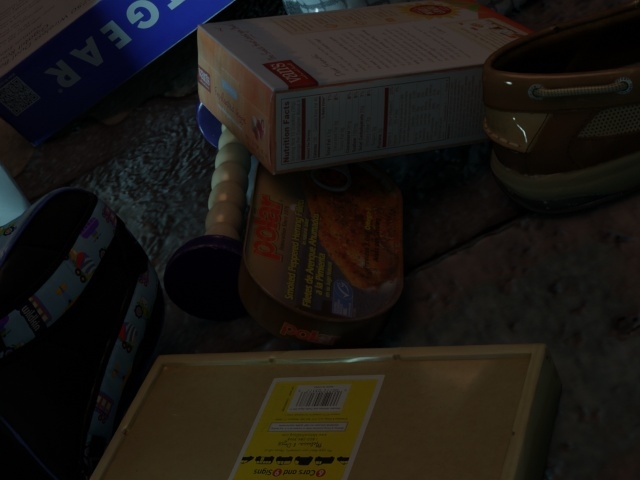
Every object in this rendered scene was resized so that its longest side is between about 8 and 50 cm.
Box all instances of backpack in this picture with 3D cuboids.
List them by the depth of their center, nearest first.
[{"bbox_3d":[-0.185,0.057,0.796,0.117,0.158,0.173,-8,43,34],"label":"backpack"}]

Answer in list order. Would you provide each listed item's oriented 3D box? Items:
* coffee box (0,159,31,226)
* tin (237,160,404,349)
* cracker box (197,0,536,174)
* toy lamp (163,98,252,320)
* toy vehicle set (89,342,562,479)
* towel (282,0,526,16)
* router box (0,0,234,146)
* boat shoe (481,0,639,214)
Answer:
[{"bbox_3d":[-0.516,-0.080,1.035,0.338,0.334,0.338,-41,35,-20],"label":"coffee box"},{"bbox_3d":[0.000,0.000,0.825,0.106,0.040,0.189,16,37,-8],"label":"tin"},{"bbox_3d":[0.042,-0.120,0.902,0.232,0.067,0.156,-9,29,-21],"label":"cracker box"},{"bbox_3d":[-0.067,-0.054,0.949,0.080,0.080,0.274,-14,38,16],"label":"toy lamp"},{"bbox_3d":[-0.009,0.132,0.695,0.267,0.035,0.166,-4,39,28],"label":"toy vehicle set"},{"bbox_3d":[0.079,-0.294,1.040,0.284,0.235,0.121,-32,29,-11],"label":"towel"},{"bbox_3d":[-0.185,-0.290,1.240,0.335,0.082,0.301,-33,35,17],"label":"router box"},{"bbox_3d":[0.257,-0.126,0.799,0.324,0.120,0.122,-23,34,3],"label":"boat shoe"}]
